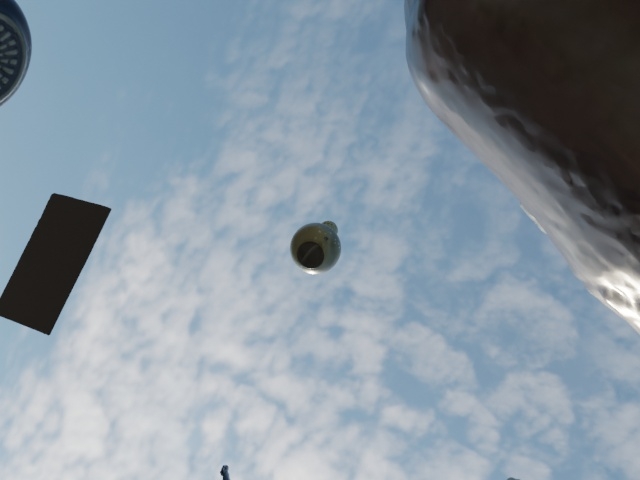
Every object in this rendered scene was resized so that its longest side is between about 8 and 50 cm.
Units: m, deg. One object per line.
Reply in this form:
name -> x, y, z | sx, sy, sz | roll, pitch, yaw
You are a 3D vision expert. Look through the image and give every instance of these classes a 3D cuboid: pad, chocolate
pad -> -0.472, 0.036, 1.379 | 0.163, 0.004, 0.243 | 14, -106, 32
chocolate -> 0.223, -0.144, 0.524 | 0.331, 0.383, 0.384 | 38, -78, 22

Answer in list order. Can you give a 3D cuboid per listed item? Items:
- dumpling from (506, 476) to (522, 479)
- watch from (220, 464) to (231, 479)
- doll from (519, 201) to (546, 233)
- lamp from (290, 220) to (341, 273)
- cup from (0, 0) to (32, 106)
dumpling -> 0.257, 0.408, 1.060 | 0.149, 0.105, 0.217 | -7, -143, 35
watch -> -0.165, 0.544, 1.230 | 0.276, 0.068, 0.275 | -42, -105, 8
doll -> 0.394, -0.081, 1.356 | 0.111, 0.237, 0.252 | -49, -127, 26
lamp -> 0.000, 0.000, 1.425 | 0.091, 0.091, 0.163 | -45, -175, 22
cup -> -0.471, -0.232, 0.923 | 0.176, 0.169, 0.223 | 33, -126, 24
